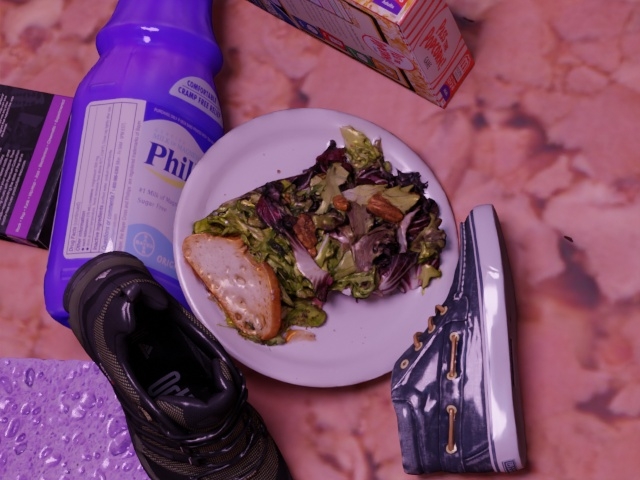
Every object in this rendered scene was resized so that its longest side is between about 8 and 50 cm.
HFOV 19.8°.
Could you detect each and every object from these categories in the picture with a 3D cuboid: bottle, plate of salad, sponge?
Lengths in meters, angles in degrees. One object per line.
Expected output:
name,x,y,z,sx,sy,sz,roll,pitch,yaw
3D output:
bottle,-0.123,-0.070,1.297,0.092,0.118,0.283,-4,69,30
plate of salad,0.000,0.000,1.244,0.200,0.048,0.200,3,72,-10
sponge,-0.195,0.142,1.291,0.210,0.031,0.117,1,72,16

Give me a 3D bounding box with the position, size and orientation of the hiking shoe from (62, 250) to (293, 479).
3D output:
hiking shoe,-0.084,0.114,1.175,0.086,0.114,0.227,-38,110,-9

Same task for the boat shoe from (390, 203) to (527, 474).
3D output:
boat shoe,0.087,0.066,1.218,0.083,0.065,0.183,-6,71,12

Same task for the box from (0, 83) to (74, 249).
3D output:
box,-0.261,-0.064,1.384,0.162,0.029,0.116,13,74,18

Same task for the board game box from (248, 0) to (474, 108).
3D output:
board game box,0.005,-0.178,1.284,0.193,0.147,0.045,32,82,22
